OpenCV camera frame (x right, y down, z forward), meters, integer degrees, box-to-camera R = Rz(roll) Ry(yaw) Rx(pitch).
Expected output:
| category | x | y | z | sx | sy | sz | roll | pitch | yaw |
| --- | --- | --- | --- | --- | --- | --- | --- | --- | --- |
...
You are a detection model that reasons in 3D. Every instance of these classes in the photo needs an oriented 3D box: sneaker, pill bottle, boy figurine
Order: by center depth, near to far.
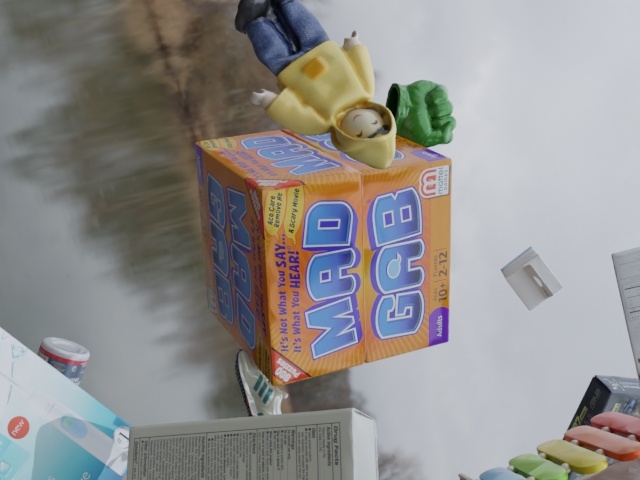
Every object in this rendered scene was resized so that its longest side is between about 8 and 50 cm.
| category | x | y | z | sx | sy | sz | roll | pitch | yaw |
| --- | --- | --- | --- | --- | --- | --- | --- | --- | --- |
| boy figurine | -0.005 | -0.207 | 1.194 | 0.285 | 0.177 | 0.092 | 56 | -19 | 15 |
| sneaker | -0.101 | 0.266 | 1.617 | 0.057 | 0.075 | 0.161 | 134 | -61 | -74 |
| pill bottle | -0.581 | 0.311 | 1.978 | 0.108 | 0.108 | 0.180 | -124 | -125 | -83 |

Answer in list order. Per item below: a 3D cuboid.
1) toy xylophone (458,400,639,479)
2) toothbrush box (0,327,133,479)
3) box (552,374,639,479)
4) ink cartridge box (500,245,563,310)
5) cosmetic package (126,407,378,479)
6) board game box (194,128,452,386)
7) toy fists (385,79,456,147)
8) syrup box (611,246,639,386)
| category | x | y | z | sx | sy | sz | roll | pitch | yaw |
| --- | --- | --- | --- | --- | --- | --- | --- | --- | --- |
| toy xylophone | 0.358 | 0.306 | 1.206 | 0.081 | 0.322 | 0.236 | 71 | -18 | 0 |
| toothbrush box | -0.433 | 0.289 | 1.291 | 0.295 | 0.216 | 0.126 | 45 | -32 | -24 |
| box | 0.527 | 0.356 | 1.633 | 0.059 | 0.183 | 0.233 | 51 | -52 | 56 |
| ink cartridge box | 0.459 | 0.083 | 1.981 | 0.092 | 0.090 | 0.143 | 52 | 10 | -1 |
| cosmetic package | -0.087 | 0.309 | 1.159 | 0.113 | 0.309 | 0.160 | 45 | 41 | -64 |
| board game box | 0.000 | 0.000 | 1.697 | 0.356 | 0.356 | 0.356 | -143 | -133 | -59 |
| toy fists | 0.203 | -0.186 | 1.856 | 0.096 | 0.142 | 0.279 | -160 | -104 | -70 |
| syrup box | 0.459 | 0.113 | 1.218 | 0.237 | 0.096 | 0.093 | -80 | 150 | -52 |
